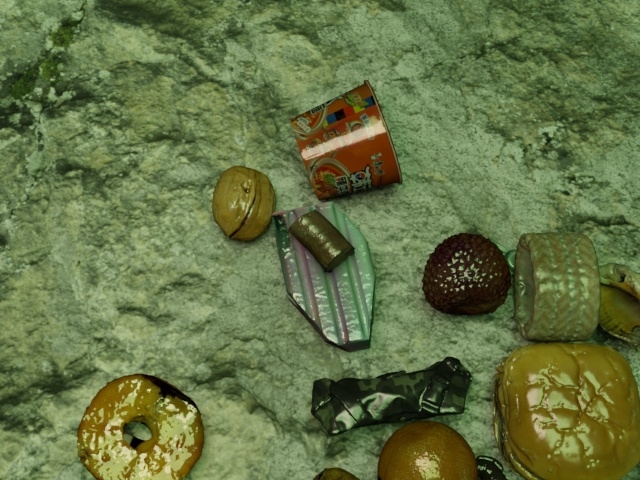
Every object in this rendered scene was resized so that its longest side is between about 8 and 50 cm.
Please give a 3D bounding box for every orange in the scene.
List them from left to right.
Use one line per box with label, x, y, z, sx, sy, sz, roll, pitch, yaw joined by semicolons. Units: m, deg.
orange;0.206;0.452;1.476;0.206;0.206;0.205;0;69;0

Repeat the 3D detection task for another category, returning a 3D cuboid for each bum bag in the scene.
bum bag;0.148;0.322;1.574;0.341;0.095;0.144;-9;41;-4

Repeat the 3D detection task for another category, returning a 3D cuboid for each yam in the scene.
yam;0.002;-0.002;1.596;0.084;0.084;0.127;-38;76;-13

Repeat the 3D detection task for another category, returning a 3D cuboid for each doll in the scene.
doll;0.329;0.504;1.530;0.165;0.057;0.139;34;75;21

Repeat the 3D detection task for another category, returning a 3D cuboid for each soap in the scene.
soap;0.019;0.081;1.662;0.193;0.109;0.323;-12;69;-4

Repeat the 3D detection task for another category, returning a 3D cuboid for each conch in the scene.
conch;0.662;0.134;1.614;0.245;0.162;0.178;29;54;24

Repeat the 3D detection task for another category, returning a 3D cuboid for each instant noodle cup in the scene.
instant noodle cup;0.054;-0.210;1.716;0.192;0.250;0.250;-19;70;3

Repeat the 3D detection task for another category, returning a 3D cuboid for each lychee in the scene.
lychee;0.310;0.067;1.630;0.188;0.188;0.188;0;69;0

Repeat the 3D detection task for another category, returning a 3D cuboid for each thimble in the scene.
thimble;0.487;0.097;1.603;0.148;0.196;0.228;0;94;-2

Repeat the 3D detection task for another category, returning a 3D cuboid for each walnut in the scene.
walnut;-0.171;-0.081;1.713;0.144;0.144;0.180;9;61;4

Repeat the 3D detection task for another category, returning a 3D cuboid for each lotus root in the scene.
lotus root;0.070;0.517;1.507;0.191;0.094;0.108;22;106;3

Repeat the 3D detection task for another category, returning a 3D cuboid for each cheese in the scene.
cheese;0.426;0.041;1.719;0.121;0.026;0.067;24;71;9

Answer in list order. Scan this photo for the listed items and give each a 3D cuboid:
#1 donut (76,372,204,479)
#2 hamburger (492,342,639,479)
donut;-0.357;0.393;1.541;0.254;0.118;0.253;-1;67;2
hamburger;0.491;0.351;1.533;0.319;0.158;0.318;-1;66;2
